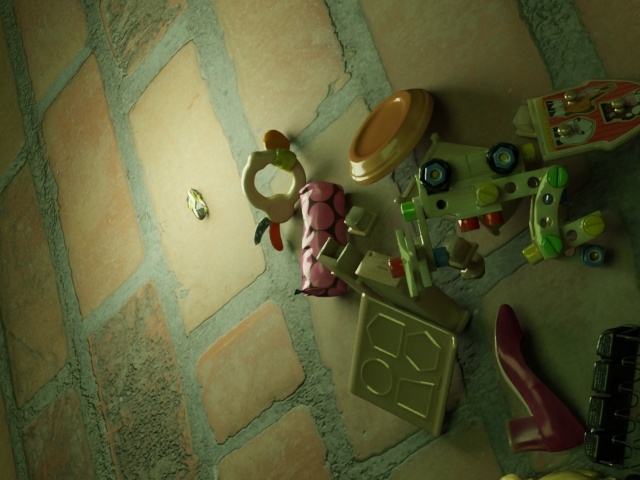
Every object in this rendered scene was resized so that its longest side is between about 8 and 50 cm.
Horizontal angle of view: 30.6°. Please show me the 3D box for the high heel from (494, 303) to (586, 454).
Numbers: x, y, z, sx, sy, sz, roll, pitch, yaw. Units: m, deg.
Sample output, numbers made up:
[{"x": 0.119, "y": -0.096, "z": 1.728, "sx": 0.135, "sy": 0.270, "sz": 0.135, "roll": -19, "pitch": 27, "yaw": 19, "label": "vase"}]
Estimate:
[{"x": 0.332, "y": 0.203, "z": 1.777, "sx": 0.117, "sy": 0.082, "sz": 0.244, "roll": -12, "pitch": 57, "yaw": 15, "label": "high heel"}]

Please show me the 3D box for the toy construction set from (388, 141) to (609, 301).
[{"x": 0.244, "y": -0.028, "z": 1.704, "sx": 0.151, "sy": 0.328, "sz": 0.215, "roll": 172, "pitch": 84, "yaw": -81, "label": "toy construction set"}]

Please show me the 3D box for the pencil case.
[{"x": 0.000, "y": 0.000, "z": 2.157, "sx": 0.098, "sy": 0.095, "sz": 0.209, "roll": 155, "pitch": 118, "yaw": -66, "label": "pencil case"}]

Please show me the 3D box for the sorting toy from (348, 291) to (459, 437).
[{"x": 0.139, "y": 0.204, "z": 1.955, "sx": 0.208, "sy": 0.038, "sz": 0.193, "roll": 26, "pitch": 119, "yaw": 35, "label": "sorting toy"}]

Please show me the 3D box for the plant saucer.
[{"x": 0.114, "y": -0.186, "z": 2.021, "sx": 0.200, "sy": 0.037, "sz": 0.200, "roll": -43, "pitch": 24, "yaw": 24, "label": "plant saucer"}]

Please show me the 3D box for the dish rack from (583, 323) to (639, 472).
[{"x": 0.484, "y": 0.230, "z": 1.584, "sx": 0.271, "sy": 0.074, "sz": 0.208, "roll": 7, "pitch": 90, "yaw": 46, "label": "dish rack"}]

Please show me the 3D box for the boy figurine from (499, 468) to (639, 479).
[{"x": 0.334, "y": 0.380, "z": 1.664, "sx": 0.285, "sy": 0.177, "sz": 0.092, "roll": -22, "pitch": 89, "yaw": 60, "label": "boy figurine"}]

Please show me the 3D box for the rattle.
[{"x": -0.100, "y": -0.097, "z": 2.300, "sx": 0.143, "sy": 0.130, "sz": 0.199, "roll": -138, "pitch": 38, "yaw": -55, "label": "rattle"}]

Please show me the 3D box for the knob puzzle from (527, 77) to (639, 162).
[{"x": 0.402, "y": -0.191, "z": 1.685, "sx": 0.213, "sy": 0.213, "sz": 0.030, "roll": 25, "pitch": 145, "yaw": 48, "label": "knob puzzle"}]

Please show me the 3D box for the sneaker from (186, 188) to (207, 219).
[{"x": -0.266, "y": -0.072, "z": 2.515, "sx": 0.035, "sy": 0.031, "sz": 0.083, "roll": -60, "pitch": 40, "yaw": 42, "label": "sneaker"}]

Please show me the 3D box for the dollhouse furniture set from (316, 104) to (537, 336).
[{"x": 0.217, "y": -0.046, "z": 1.946, "sx": 0.303, "sy": 0.174, "sz": 0.355, "roll": 16, "pitch": 71, "yaw": 50, "label": "dollhouse furniture set"}]
